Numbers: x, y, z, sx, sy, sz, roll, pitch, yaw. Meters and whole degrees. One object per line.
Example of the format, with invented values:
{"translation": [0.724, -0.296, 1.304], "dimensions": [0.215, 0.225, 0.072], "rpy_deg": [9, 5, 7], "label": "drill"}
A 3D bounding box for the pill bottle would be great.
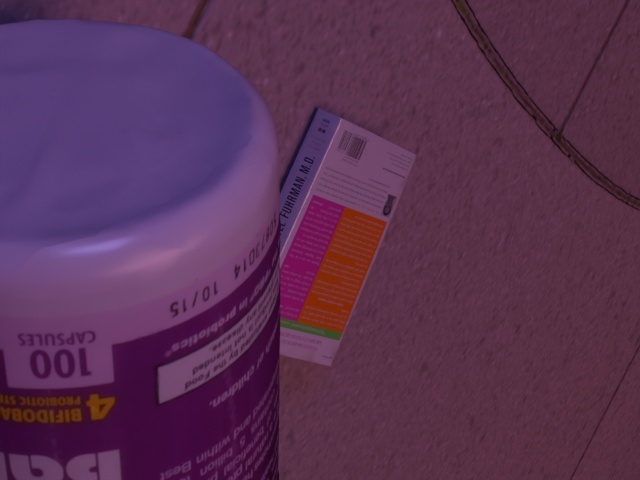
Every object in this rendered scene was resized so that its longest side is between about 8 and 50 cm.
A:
{"translation": [-0.102, 0.072, 0.632], "dimensions": [0.169, 0.169, 0.301], "rpy_deg": [-38, 143, -38], "label": "pill bottle"}

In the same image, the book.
{"translation": [0.000, 0.000, 0.889], "dimensions": [0.096, 0.035, 0.144], "rpy_deg": [19, 97, -59], "label": "book"}
